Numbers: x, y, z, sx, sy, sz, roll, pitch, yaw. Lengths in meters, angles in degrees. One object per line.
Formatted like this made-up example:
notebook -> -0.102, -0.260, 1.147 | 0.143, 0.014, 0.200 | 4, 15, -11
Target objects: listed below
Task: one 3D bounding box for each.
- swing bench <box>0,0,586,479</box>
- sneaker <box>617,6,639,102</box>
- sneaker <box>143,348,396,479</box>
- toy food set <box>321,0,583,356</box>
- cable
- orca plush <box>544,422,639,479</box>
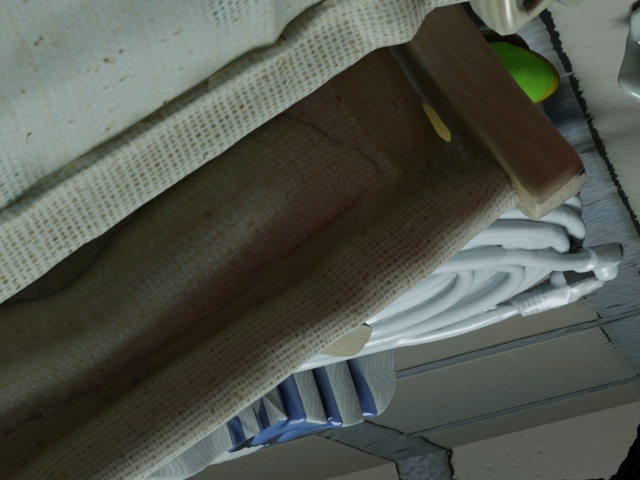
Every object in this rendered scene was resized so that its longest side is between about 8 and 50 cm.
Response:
swing bench -> -0.060, -0.033, 0.375 | 0.253, 0.165, 0.255 | -35, 175, -14
sneaker -> 0.209, -0.016, 0.757 | 0.121, 0.262, 0.099 | 5, 119, -32
sneaker -> -0.115, 0.102, 1.144 | 0.182, 0.127, 0.315 | -27, 163, 40
toy food set -> 0.044, -0.023, 0.717 | 0.132, 0.038, 0.192 | 6, 118, -60
cable -> 0.000, 0.000, 0.912 | 0.257, 0.089, 0.257 | -17, 166, 19
orca plush -> 0.192, 0.022, 0.901 | 0.287, 0.151, 0.102 | -49, 151, 9
